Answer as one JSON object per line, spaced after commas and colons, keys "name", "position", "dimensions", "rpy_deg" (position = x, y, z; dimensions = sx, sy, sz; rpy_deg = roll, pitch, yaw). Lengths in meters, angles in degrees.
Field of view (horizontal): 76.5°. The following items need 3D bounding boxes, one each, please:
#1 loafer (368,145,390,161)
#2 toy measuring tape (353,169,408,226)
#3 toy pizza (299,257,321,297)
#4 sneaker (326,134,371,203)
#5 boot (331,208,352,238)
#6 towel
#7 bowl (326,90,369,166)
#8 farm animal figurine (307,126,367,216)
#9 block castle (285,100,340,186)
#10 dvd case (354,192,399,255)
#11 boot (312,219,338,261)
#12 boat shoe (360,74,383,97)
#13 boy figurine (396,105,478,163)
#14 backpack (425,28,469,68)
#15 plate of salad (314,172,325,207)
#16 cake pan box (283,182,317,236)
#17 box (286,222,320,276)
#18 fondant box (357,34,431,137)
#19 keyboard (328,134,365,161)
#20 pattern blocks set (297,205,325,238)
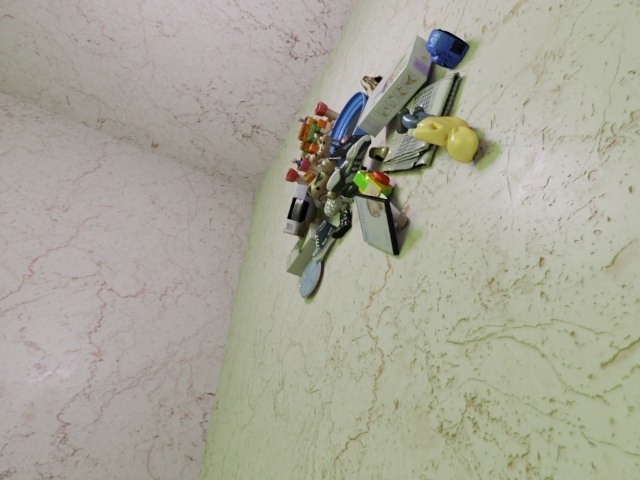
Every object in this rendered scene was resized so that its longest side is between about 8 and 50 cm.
{"name": "loafer", "position": [0.230, -0.343, 1.624], "dimensions": [0.050, 0.056, 0.148], "rpy_deg": [-65, 18, -6]}
{"name": "toy measuring tape", "position": [0.227, -0.152, 1.421], "dimensions": [0.121, 0.121, 0.330], "rpy_deg": [-60, 43, 24]}
{"name": "toy pizza", "position": [-0.040, 0.170, 1.868], "dimensions": [0.201, 0.032, 0.201], "rpy_deg": [-52, 25, 37]}
{"name": "sneaker", "position": [0.155, -0.279, 1.632], "dimensions": [0.268, 0.153, 0.101], "rpy_deg": [-54, -2, 9]}
{"name": "boot", "position": [0.091, -0.074, 1.742], "dimensions": [0.121, 0.045, 0.099], "rpy_deg": [-43, 34, 39]}
{"name": "towel", "position": [0.328, -0.391, 1.410], "dimensions": [0.324, 0.056, 0.312], "rpy_deg": [-71, 19, -3]}
{"name": "bowl", "position": [0.145, -0.547, 2.039], "dimensions": [0.391, 0.077, 0.391], "rpy_deg": [-53, 25, 39]}
{"name": "farm animal figurine", "position": [0.034, -0.314, 1.817], "dimensions": [0.326, 0.172, 0.330], "rpy_deg": [-63, 38, 23]}
{"name": "block castle", "position": [-0.065, -0.574, 2.429], "dimensions": [0.303, 0.213, 0.453], "rpy_deg": [-18, 53, 66]}
{"name": "dvd case", "position": [0.184, -0.061, 1.360], "dimensions": [0.253, 0.022, 0.180], "rpy_deg": [-146, 41, -71]}
{"name": "boot", "position": [0.000, 0.000, 1.807], "dimensions": [0.190, 0.086, 0.069], "rpy_deg": [-54, 21, 14]}
{"name": "boat shoe", "position": [0.262, -0.729, 1.911], "dimensions": [0.095, 0.095, 0.257], "rpy_deg": [-43, 35, 25]}
{"name": "boy figurine", "position": [0.344, -0.306, 1.149], "dimensions": [0.285, 0.177, 0.092], "rpy_deg": [46, 144, 45]}
{"name": "backpack", "position": [0.408, -0.635, 1.342], "dimensions": [0.101, 0.120, 0.098], "rpy_deg": [-63, 21, 17]}
{"name": "plate of salad", "position": [0.006, -0.259, 2.007], "dimensions": [0.200, 0.048, 0.200], "rpy_deg": [-46, -35, -47]}
{"name": "cake pan box", "position": [-0.088, -0.140, 2.000], "dimensions": [0.267, 0.070, 0.245], "rpy_deg": [16, -91, -75]}
{"name": "box", "position": [-0.069, 0.049, 1.975], "dimensions": [0.275, 0.094, 0.113], "rpy_deg": [-54, 24, 36]}
{"name": "fondant box", "position": [0.293, -0.597, 1.597], "dimensions": [0.330, 0.096, 0.238], "rpy_deg": [-45, 19, 52]}
{"name": "keyboard", "position": [0.104, -0.386, 1.698], "dimensions": [0.108, 0.023, 0.180], "rpy_deg": [11, 49, 46]}
{"name": "pattern blocks set", "position": [-0.035, -0.166, 2.211], "dimensions": [0.285, 0.026, 0.324], "rpy_deg": [-6, 64, 69]}
